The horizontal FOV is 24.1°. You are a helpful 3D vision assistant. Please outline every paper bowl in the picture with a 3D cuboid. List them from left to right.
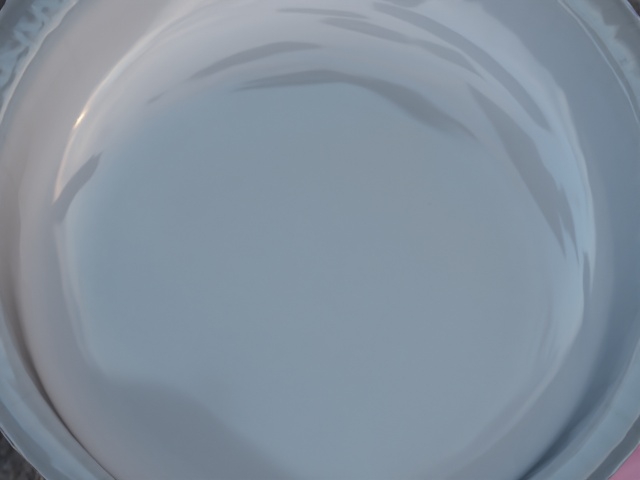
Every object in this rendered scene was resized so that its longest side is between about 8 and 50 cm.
[{"bbox_3d":[0.000,0.000,0.558,0.284,0.284,0.148,18,15,-1],"label":"paper bowl"}]

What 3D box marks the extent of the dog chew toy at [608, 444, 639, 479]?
[{"bbox_3d":[0.200,0.282,0.900,0.207,0.206,0.331,9,77,-10],"label":"dog chew toy"}]
